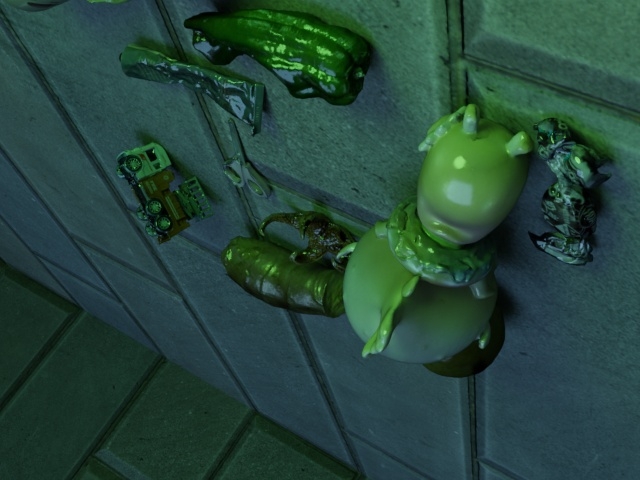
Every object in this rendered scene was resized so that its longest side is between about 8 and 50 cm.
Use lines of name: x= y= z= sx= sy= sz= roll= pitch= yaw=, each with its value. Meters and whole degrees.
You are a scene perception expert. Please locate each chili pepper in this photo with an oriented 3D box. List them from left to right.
chili pepper: x=-0.056 y=-0.222 z=0.985 sx=0.253 sy=0.083 sz=0.099 roll=24 pitch=165 yaw=35

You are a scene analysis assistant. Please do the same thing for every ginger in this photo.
ginger: x=-0.064 y=0.070 z=1.571 sx=0.263 sy=0.116 sz=0.109 roll=17 pitch=-167 yaw=28

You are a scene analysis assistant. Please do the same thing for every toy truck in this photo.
toy truck: x=-0.286 y=-0.095 z=1.550 sx=0.177 sy=0.115 sz=0.080 roll=63 pitch=154 yaw=-7

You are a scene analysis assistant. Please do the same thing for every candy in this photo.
candy: x=0.267 y=-0.044 z=0.926 sx=0.094 sy=0.051 sz=0.226 roll=34 pitch=159 yaw=33

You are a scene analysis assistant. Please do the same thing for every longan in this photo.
longan: x=0.196 y=0.120 z=1.264 sx=0.145 sy=0.176 sz=0.154 roll=-1 pitch=139 yaw=-18

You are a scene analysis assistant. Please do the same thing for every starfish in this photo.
starfish: x=0.000 y=0.001 z=1.366 sx=0.190 sy=0.074 sz=0.146 roll=14 pitch=151 yaw=43

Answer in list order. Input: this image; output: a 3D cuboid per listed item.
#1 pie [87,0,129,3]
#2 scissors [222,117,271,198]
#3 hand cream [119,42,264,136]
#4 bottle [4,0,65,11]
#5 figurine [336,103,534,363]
pie: x=-0.236 y=-0.366 z=0.862 sx=0.248 sy=0.201 sz=0.090 roll=42 pitch=-161 yaw=0
scissors: x=-0.128 y=-0.132 z=1.360 sx=0.100 sy=0.015 sz=0.189 roll=30 pitch=157 yaw=21
hand cream: x=-0.188 y=-0.222 z=1.209 sx=0.248 sy=0.052 sz=0.075 roll=26 pitch=158 yaw=21
bottle: x=-0.312 y=-0.353 z=1.030 sx=0.253 sy=0.120 sz=0.120 roll=6 pitch=144 yaw=52
figurine: x=0.134 y=0.014 z=0.993 sx=0.227 sy=0.274 sz=0.394 roll=29 pitch=140 yaw=8
